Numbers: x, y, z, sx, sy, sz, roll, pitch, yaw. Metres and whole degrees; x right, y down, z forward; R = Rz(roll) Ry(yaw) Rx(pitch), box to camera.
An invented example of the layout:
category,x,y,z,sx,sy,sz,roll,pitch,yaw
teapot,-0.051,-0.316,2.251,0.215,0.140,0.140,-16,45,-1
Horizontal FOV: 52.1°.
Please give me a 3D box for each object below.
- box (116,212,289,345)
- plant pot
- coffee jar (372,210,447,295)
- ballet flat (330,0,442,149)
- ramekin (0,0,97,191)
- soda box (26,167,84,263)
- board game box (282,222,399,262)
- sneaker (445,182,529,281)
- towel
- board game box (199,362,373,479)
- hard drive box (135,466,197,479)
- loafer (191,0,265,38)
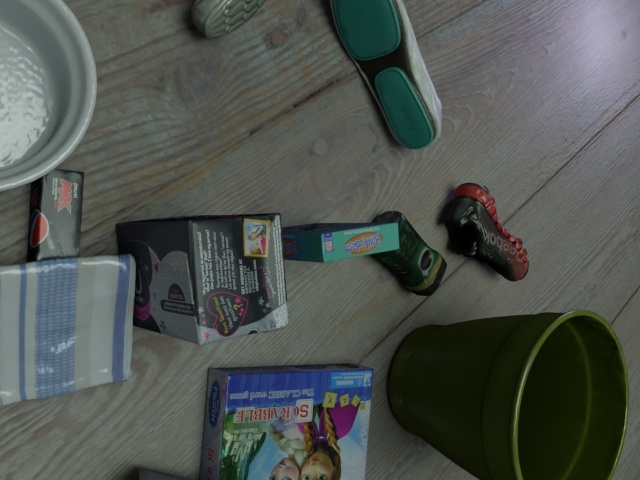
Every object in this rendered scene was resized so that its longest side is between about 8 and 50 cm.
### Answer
category,x,y,z,sx,sy,sz,roll,pitch,yaw
box,-0.174,0.047,0.922,0.142,0.247,0.163,-7,95,-37
plant pot,0.332,0.300,1.262,0.367,0.353,0.366,-1,91,-39
coffee jar,0.173,0.030,1.305,0.184,0.079,0.096,43,63,-30
ballet flat,0.134,-0.364,1.253,0.139,0.139,0.400,-44,121,-29
ramekin,-0.420,-0.185,0.774,0.278,0.135,0.276,2,85,-29
soda box,-0.364,-0.013,0.895,0.060,0.053,0.168,3,88,-39
board game box,0.000,0.000,1.084,0.160,0.210,0.047,-8,96,-37
sneaker,0.362,0.009,1.443,0.276,0.098,0.135,51,62,-25
towel,-0.380,0.125,0.855,0.285,0.034,0.209,-6,116,-37
board game box,-0.055,0.379,1.139,0.319,0.066,0.317,6,88,-38
hard drive box,-0.183,0.459,0.964,0.232,0.089,0.180,19,84,-13
loafer,-0.118,-0.459,1.062,0.112,0.112,0.319,32,68,3
